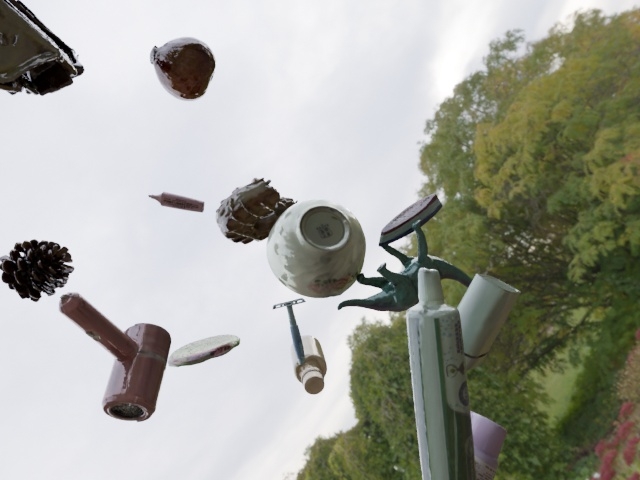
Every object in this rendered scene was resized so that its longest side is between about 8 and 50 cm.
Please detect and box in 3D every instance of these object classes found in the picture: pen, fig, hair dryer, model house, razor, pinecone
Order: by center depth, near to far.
[{"bbox_3d":[-0.052,0.194,0.973,0.068,0.135,0.040,-9,-9,-35],"label":"razor"},{"bbox_3d":[-0.488,0.249,1.064,0.125,0.210,0.352,-16,-47,12],"label":"hair dryer"},{"bbox_3d":[-0.815,-0.465,1.213,0.317,0.297,0.282,-31,4,-4],"label":"model house"},{"bbox_3d":[-0.425,-0.532,1.415,0.205,0.205,0.205,-41,-27,-26],"label":"fig"},{"bbox_3d":[-0.881,0.084,1.453,0.208,0.208,0.207,-41,-27,-26],"label":"pinecone"},{"bbox_3d":[-0.505,-0.137,1.611,0.032,0.197,0.053,-80,0,-69],"label":"pen"}]

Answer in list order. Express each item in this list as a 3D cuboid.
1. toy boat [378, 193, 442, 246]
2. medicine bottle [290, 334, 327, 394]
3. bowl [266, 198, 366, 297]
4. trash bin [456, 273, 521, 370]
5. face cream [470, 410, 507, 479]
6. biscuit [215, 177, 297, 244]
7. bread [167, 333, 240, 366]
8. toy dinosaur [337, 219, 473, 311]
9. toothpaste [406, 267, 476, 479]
[{"bbox_3d":[0.242,-0.059,1.269,0.229,0.080,0.045,-33,-43,-21],"label":"toy boat"},{"bbox_3d":[-0.036,0.416,1.538,0.114,0.114,0.252,-57,15,7],"label":"medicine bottle"},{"bbox_3d":[0.000,0.000,1.214,0.277,0.277,0.145,-40,-15,-28],"label":"bowl"},{"bbox_3d":[0.236,0.120,0.686,0.116,0.059,0.129,11,-73,-57],"label":"trash bin"},{"bbox_3d":[0.279,0.485,0.916,0.273,0.154,0.096,-59,19,-17],"label":"face cream"},{"bbox_3d":[-0.225,-0.089,1.606,0.268,0.115,0.366,-30,-18,8],"label":"biscuit"},{"bbox_3d":[-0.360,0.332,1.416,0.228,0.229,0.033,-20,-82,-51],"label":"bread"},{"bbox_3d":[0.273,0.151,1.228,0.383,0.331,0.129,-47,10,-19],"label":"toy dinosaur"},{"bbox_3d":[0.143,0.226,0.529,0.099,0.061,0.391,3,-99,-51],"label":"toothpaste"}]
